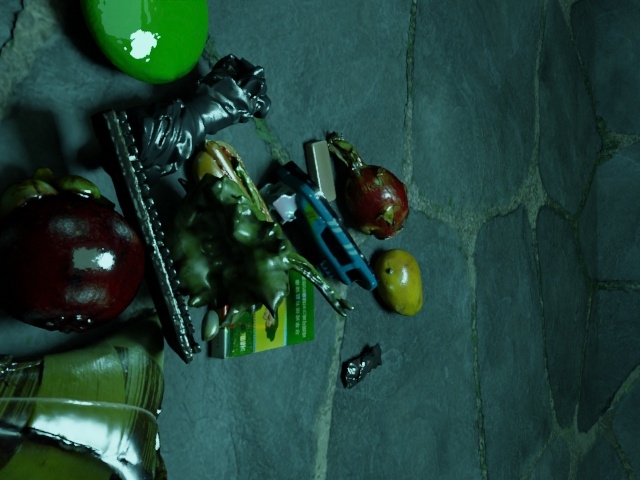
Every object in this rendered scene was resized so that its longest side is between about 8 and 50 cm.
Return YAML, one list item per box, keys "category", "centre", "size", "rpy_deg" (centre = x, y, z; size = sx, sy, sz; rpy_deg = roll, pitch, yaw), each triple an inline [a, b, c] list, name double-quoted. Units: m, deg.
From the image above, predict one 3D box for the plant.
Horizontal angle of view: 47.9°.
- category: "plant"
  centre: [-0.112, 0.039, 1.067]
  size: [0.251, 0.180, 0.333]
  rpy_deg: [55, 4, 19]

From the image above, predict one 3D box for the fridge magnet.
- category: "fridge magnet"
  centre: [-0.233, -0.311, 0.954]
  size: [0.208, 0.088, 0.207]
  rpy_deg: [2, 87, -54]

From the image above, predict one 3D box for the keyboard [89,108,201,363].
- category: "keyboard"
  centre: [-0.211, -0.004, 0.878]
  size: [0.027, 0.106, 0.316]
  rpy_deg: [-21, 107, -23]

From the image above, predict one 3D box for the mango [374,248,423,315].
- category: "mango"
  centre: [0.166, 0.093, 1.504]
  size: [0.115, 0.089, 0.164]
  rpy_deg: [-52, 133, -53]

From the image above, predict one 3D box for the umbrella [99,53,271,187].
- category: "umbrella"
  centre: [-0.186, -0.161, 0.994]
  size: [0.272, 0.122, 0.110]
  rpy_deg: [-42, 98, -35]

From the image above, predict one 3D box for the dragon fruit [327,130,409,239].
- category: "dragon fruit"
  centre: [0.086, -0.107, 1.387]
  size: [0.125, 0.125, 0.246]
  rpy_deg: [-41, 106, -30]

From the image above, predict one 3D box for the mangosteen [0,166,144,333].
- category: "mangosteen"
  centre: [-0.291, 0.007, 0.819]
  size: [0.200, 0.200, 0.199]
  rpy_deg: [0, 89, -54]

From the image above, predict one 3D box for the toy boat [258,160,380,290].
- category: "toy boat"
  centre: [0.000, 0.000, 1.272]
  size: [0.092, 0.134, 0.299]
  rpy_deg: [-40, 128, -7]

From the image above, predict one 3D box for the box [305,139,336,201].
- category: "box"
  centre: [-0.001, -0.126, 1.325]
  size: [0.048, 0.025, 0.115]
  rpy_deg: [-25, 110, -46]

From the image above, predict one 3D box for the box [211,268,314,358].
- category: "box"
  centre: [-0.090, 0.115, 1.193]
  size: [0.235, 0.034, 0.132]
  rpy_deg: [-2, 92, -55]

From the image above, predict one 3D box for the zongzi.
- category: "zongzi"
  centre: [-0.309, 0.149, 0.840]
  size: [0.289, 0.154, 0.317]
  rpy_deg: [44, 32, -38]

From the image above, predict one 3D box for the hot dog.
- category: "hot dog"
  centre: [-0.129, -0.058, 1.118]
  size: [0.092, 0.062, 0.235]
  rpy_deg: [-52, 129, -36]

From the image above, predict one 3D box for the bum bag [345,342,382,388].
- category: "bum bag"
  centre: [0.087, 0.248, 1.434]
  size: [0.124, 0.034, 0.057]
  rpy_deg: [-26, 119, -51]
